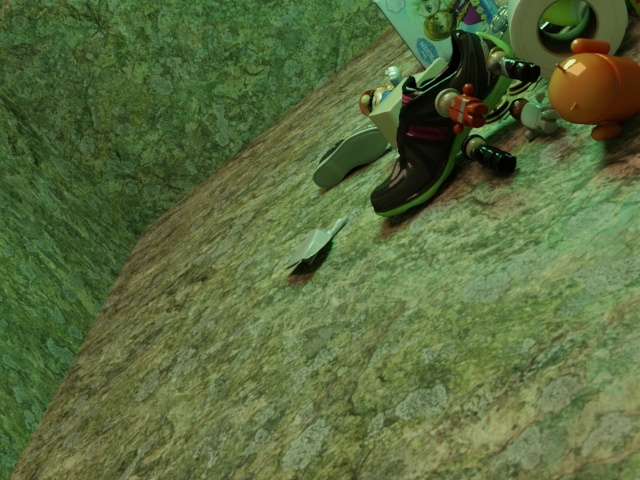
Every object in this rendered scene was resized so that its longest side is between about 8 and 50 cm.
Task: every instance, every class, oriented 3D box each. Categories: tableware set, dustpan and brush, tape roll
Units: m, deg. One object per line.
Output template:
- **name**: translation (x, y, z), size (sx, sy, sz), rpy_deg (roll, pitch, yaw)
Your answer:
- **tableware set**: translation (0.469, -0.372, 1.764), size (0.194, 0.039, 0.128), rpy_deg (-47, 19, -15)
- **dustpan and brush**: translation (0.000, 0.000, 1.863), size (0.211, 0.060, 0.147), rpy_deg (-57, 11, -22)
- **tape roll**: translation (0.547, -0.503, 1.581), size (0.246, 0.246, 0.169), rpy_deg (-31, 21, 28)

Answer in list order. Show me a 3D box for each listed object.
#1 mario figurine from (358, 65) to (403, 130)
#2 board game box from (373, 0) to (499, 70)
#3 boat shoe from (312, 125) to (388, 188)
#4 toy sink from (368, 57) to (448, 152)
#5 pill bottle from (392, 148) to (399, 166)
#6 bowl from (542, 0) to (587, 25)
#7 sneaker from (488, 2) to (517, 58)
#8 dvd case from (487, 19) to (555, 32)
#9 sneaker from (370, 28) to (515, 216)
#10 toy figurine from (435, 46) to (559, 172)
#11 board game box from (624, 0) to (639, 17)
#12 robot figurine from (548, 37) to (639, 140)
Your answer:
- **mario figurine**: translation (0.197, -0.431, 2.234), size (0.198, 0.170, 0.320), rpy_deg (-45, 20, -3)
- **board game box**: translation (0.400, -0.789, 2.386), size (0.318, 0.319, 0.066), rpy_deg (-39, 19, 11)
- **boat shoe**: translation (0.093, -0.276, 2.180), size (0.302, 0.114, 0.091), rpy_deg (-29, 28, 32)
- **toy sink**: translation (0.277, -0.376, 1.977), size (0.234, 0.153, 0.131), rpy_deg (-48, 19, -15)
- **pill bottle**: translation (0.253, -0.242, 1.829), size (0.087, 0.087, 0.160), rpy_deg (-15, 32, 53)
- **bowl**: translation (0.650, -0.617, 1.703), size (0.289, 0.289, 0.156), rpy_deg (-33, 59, 25)
- **sneaker**: translation (0.479, -0.482, 1.888), size (0.297, 0.129, 0.111), rpy_deg (-56, 28, 20)
- **dvd case**: translation (0.595, -0.630, 1.961), size (0.238, 0.029, 0.179), rpy_deg (-42, 39, 22)
- **sneaker**: translation (0.248, -0.273, 1.643), size (0.483, 0.202, 0.185), rpy_deg (-58, 13, 12)
- **toy figurine**: translation (0.369, -0.271, 1.470), size (0.209, 0.213, 0.148), rpy_deg (-43, 33, -1)
- **board game box**: translation (0.709, -0.606, 1.583), size (0.092, 0.181, 0.043), rpy_deg (-37, 19, 13)
- **robot figurine**: translation (0.497, -0.273, 1.265), size (0.128, 0.219, 0.158), rpy_deg (37, 123, 41)
